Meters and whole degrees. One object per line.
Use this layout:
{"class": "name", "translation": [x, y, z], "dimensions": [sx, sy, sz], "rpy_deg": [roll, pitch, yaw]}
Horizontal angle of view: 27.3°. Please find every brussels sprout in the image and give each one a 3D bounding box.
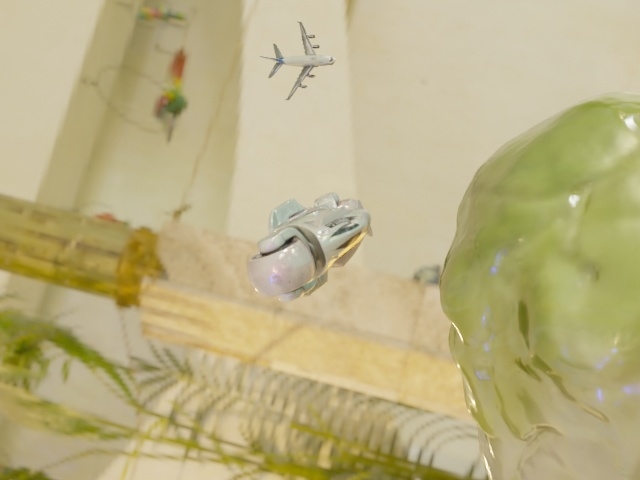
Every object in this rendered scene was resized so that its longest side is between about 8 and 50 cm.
{"class": "brussels sprout", "translation": [0.198, 0.046, 0.862], "dimensions": [0.273, 0.243, 0.316], "rpy_deg": [87, -158, -62]}

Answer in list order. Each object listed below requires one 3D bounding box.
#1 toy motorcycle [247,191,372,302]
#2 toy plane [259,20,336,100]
{"class": "toy motorcycle", "translation": [0.000, 0.000, 1.478], "dimensions": [0.254, 0.112, 0.112], "rpy_deg": [-40, -34, -65]}
{"class": "toy plane", "translation": [-0.017, -0.172, 1.258], "dimensions": [0.024, 0.084, 0.077], "rpy_deg": [15, -97, -58]}
